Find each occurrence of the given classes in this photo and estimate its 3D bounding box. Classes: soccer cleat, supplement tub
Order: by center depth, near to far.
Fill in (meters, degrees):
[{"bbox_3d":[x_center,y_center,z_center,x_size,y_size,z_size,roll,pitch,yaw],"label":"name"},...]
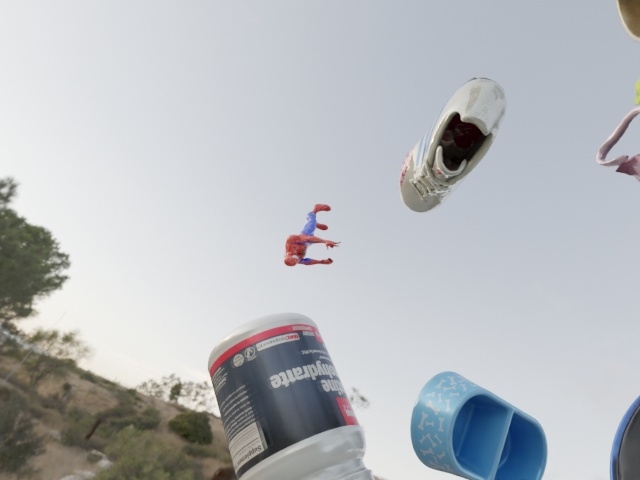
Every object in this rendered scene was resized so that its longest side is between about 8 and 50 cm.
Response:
[{"bbox_3d":[-0.048,0.266,0.668,0.190,0.272,0.191,-19,-33,-13],"label":"supplement tub"},{"bbox_3d":[0.212,-0.137,0.807,0.115,0.143,0.331,27,-36,4],"label":"soccer cleat"}]

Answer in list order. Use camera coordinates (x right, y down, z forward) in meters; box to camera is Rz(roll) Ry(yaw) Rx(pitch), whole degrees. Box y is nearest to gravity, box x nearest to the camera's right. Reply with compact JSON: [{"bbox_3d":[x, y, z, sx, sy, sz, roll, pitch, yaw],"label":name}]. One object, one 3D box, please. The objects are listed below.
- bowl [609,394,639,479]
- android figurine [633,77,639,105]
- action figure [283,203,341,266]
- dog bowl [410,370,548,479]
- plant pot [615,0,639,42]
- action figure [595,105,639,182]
[{"bbox_3d":[0.520,0.275,0.470,0.077,0.391,0.391,49,-37,-18],"label":"bowl"},{"bbox_3d":[0.219,0.028,0.129,0.272,0.248,0.056,38,-53,8],"label":"android figurine"},{"bbox_3d":[0.000,0.000,1.087,0.138,0.280,0.092,14,-62,14],"label":"action figure"},{"bbox_3d":[0.286,0.344,0.772,0.297,0.166,0.074,33,-18,-24],"label":"dog bowl"},{"bbox_3d":[0.849,-0.619,0.921,0.304,0.334,0.334,-7,-40,12],"label":"plant pot"},{"bbox_3d":[0.568,-0.115,0.634,0.275,0.370,0.248,33,-51,21],"label":"action figure"}]
